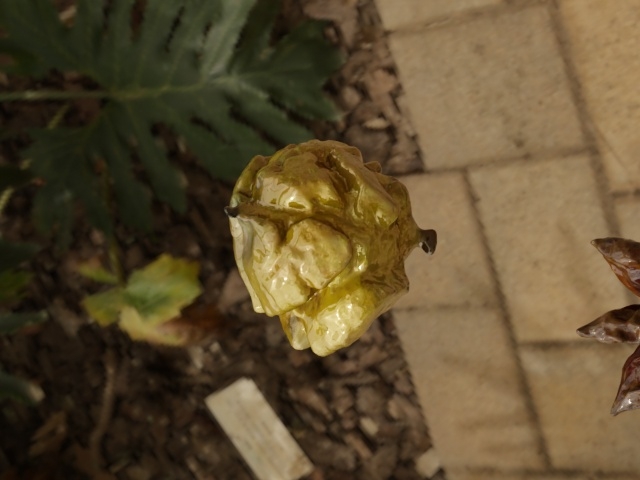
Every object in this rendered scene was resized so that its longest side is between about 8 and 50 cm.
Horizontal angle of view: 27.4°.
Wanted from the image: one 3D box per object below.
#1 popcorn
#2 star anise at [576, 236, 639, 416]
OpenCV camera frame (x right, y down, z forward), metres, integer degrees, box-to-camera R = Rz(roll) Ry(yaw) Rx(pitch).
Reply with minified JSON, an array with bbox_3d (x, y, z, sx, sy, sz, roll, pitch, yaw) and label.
[{"bbox_3d":[0.000,0.000,0.951,0.167,0.152,0.148,-111,30,-45],"label":"popcorn"},{"bbox_3d":[0.332,0.072,1.212,0.196,0.111,0.212,21,98,-1],"label":"star anise"}]
